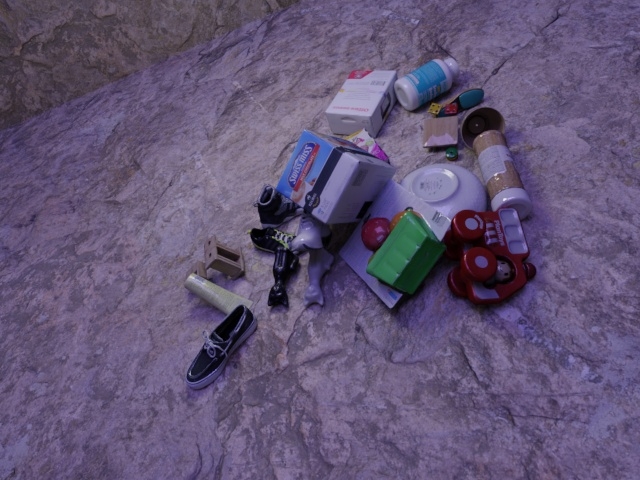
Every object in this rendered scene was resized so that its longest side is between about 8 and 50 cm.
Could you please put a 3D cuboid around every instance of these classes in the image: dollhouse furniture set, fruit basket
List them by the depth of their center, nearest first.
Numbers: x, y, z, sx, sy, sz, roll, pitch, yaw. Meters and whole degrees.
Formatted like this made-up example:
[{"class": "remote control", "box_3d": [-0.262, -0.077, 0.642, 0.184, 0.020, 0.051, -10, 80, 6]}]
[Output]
[{"class": "fruit basket", "box_3d": [0.234, 0.001, 1.622, 0.327, 0.165, 0.353, -57, 32, 10]}, {"class": "dollhouse furniture set", "box_3d": [-0.396, 0.097, 1.861, 0.184, 0.129, 0.129, -42, 41, 26]}]

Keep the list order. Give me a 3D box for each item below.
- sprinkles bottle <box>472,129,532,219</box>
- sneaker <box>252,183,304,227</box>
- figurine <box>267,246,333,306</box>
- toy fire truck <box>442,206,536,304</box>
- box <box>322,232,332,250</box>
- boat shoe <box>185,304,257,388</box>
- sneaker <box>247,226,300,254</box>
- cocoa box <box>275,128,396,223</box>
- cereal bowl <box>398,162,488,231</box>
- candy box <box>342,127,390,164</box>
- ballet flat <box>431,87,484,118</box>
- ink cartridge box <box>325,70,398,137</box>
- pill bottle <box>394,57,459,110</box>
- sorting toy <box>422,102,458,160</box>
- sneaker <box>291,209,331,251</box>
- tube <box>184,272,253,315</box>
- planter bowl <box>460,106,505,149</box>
[{"class": "sprinkles bottle", "box_3d": [0.617, -0.227, 1.712, 0.121, 0.121, 0.355, -12, 49, 12]}, {"class": "sneaker", "box_3d": [-0.133, -0.165, 1.931, 0.268, 0.153, 0.101, -33, 48, -7]}, {"class": "figurine", "box_3d": [-0.072, 0.131, 1.716, 0.215, 0.092, 0.209, -2, 59, 19]}, {"class": "toy fire truck", "box_3d": [0.513, 0.040, 1.500, 0.254, 0.169, 0.302, -4, 64, -6]}, {"class": "box", "box_3d": [0.000, 0.000, 1.832, 0.067, 0.018, 0.083, 4, 53, 24]}, {"class": "boat shoe", "box_3d": [-0.333, 0.339, 1.617, 0.306, 0.105, 0.113, -44, 53, -15]}, {"class": "sneaker", "box_3d": [-0.169, -0.002, 1.846, 0.235, 0.097, 0.084, 4, 54, 24]}, {"class": "cocoa box", "box_3d": [0.060, -0.211, 1.697, 0.228, 0.347, 0.231, 36, 109, 21]}, {"class": "cereal bowl", "box_3d": [0.401, -0.146, 1.718, 0.339, 0.141, 0.339, -10, 50, 13]}, {"class": "candy box", "box_3d": [0.164, -0.340, 2.018, 0.159, 0.071, 0.233, -28, 47, -2]}, {"class": "ballet flat", "box_3d": [0.560, -0.570, 2.056, 0.232, 0.080, 0.073, -27, 35, -3]}, {"class": "ink cartridge box", "box_3d": [0.190, -0.606, 2.190, 0.226, 0.131, 0.306, 13, 59, 29]}, {"class": "pill bottle", "box_3d": [0.460, -0.678, 2.135, 0.264, 0.146, 0.146, -31, 48, -5]}, {"class": "sorting toy", "box_3d": [0.477, -0.427, 1.972, 0.132, 0.046, 0.274, -2, 65, 20]}, {"class": "sneaker", "box_3d": [-0.040, -0.044, 1.706, 0.111, 0.129, 0.297, -4, 18, 11]}, {"class": "tube", "box_3d": [-0.363, 0.198, 1.749, 0.240, 0.062, 0.070, 27, 104, 8]}, {"class": "planter bowl", "box_3d": [0.601, -0.428, 1.881, 0.162, 0.162, 0.109, -16, 20, 8]}]
